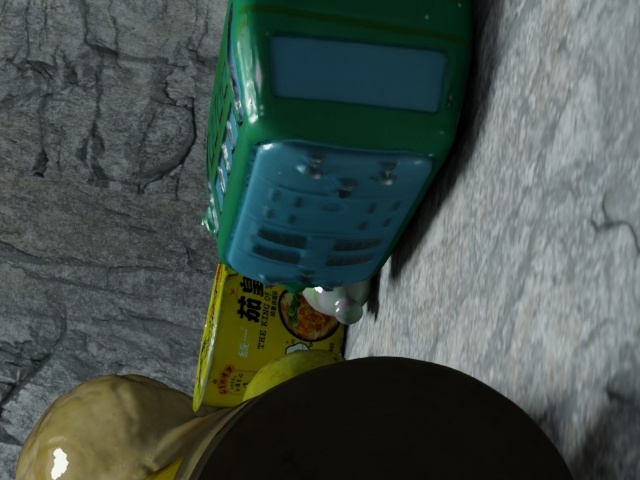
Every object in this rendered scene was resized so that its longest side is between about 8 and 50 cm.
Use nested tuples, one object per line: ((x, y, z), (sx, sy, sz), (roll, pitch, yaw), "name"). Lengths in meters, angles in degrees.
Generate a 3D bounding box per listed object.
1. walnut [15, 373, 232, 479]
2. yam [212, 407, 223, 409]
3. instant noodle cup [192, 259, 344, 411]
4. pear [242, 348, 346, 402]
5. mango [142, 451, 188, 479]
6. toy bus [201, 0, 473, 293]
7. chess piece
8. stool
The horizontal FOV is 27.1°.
((-0.219, 0.343, 1.704), (0.381, 0.381, 0.381), (-171, 90, -84), "walnut")
((-0.097, 0.134, 1.896), (0.133, 0.133, 0.330), (107, 172, -51), "yam")
((-0.053, 0.110, 1.454), (0.182, 0.144, 0.182), (-169, 90, -83), "instant noodle cup")
((-0.018, 0.155, 1.218), (0.131, 0.107, 0.107), (-52, -6, -25), "pear")
((-0.097, 0.372, 1.060), (0.301, 0.221, 0.445), (-41, 30, 42), "mango")
((0.004, -0.089, 1.088), (0.343, 0.184, 0.199), (111, 161, -66), "toy bus")
((0.000, 0.000, 1.337), (0.271, 0.139, 0.139), (-110, 28, -54), "chess piece")
((0.010, 0.155, 0.673), (0.264, 0.179, 0.179), (133, 145, -78), "stool")
